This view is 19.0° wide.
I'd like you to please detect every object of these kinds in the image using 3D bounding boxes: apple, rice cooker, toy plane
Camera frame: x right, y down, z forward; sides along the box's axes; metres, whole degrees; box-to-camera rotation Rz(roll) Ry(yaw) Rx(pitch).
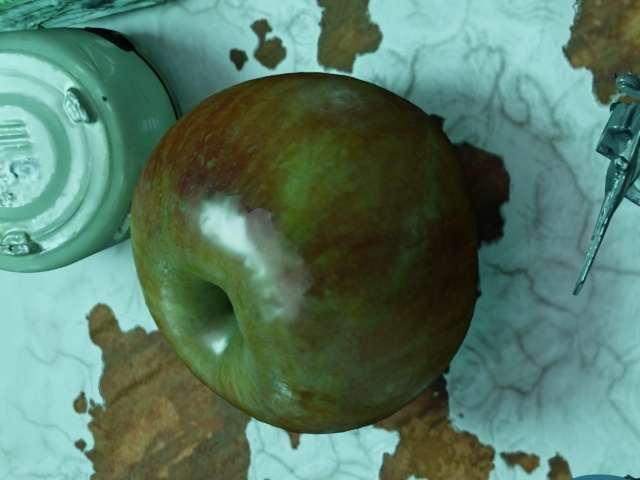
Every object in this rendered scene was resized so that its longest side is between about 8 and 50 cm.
[{"bbox_3d":[0.000,0.000,1.546,0.301,0.301,0.302,4,96,37],"label":"apple"},{"bbox_3d":[-0.239,-0.081,1.718,0.226,0.244,0.226,1,98,8],"label":"rice cooker"},{"bbox_3d":[0.230,-0.071,1.390,0.058,0.226,0.226,19,69,13],"label":"toy plane"}]

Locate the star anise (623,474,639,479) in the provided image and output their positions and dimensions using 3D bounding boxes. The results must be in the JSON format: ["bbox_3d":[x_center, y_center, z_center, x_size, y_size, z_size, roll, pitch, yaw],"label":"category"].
[{"bbox_3d":[0.294,0.223,1.459,0.141,0.042,0.141,5,98,35],"label":"star anise"}]

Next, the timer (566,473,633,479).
[{"bbox_3d":[0.262,0.387,1.391,0.395,0.173,0.395,9,106,32],"label":"timer"}]

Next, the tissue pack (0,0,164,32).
[{"bbox_3d":[-0.266,-0.355,1.770,0.228,0.128,0.311,-9,82,37],"label":"tissue pack"}]
